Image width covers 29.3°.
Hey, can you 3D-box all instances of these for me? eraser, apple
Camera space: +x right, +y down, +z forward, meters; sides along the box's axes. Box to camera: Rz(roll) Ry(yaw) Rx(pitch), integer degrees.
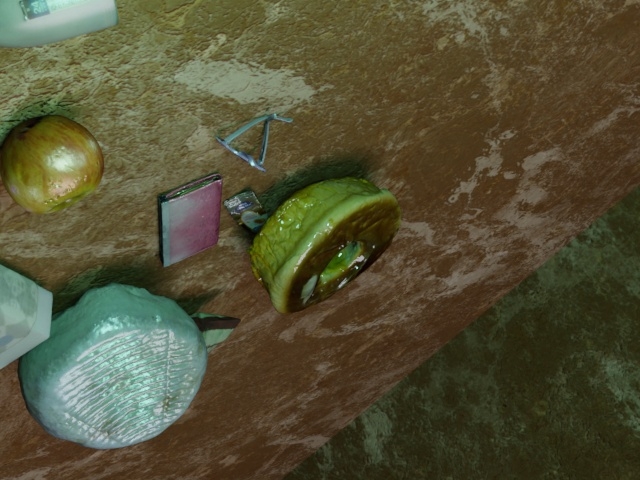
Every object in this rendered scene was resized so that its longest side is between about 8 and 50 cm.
[{"bbox_3d":[-0.585,0.118,1.932,0.213,0.082,0.397,-33,158,4],"label":"eraser"},{"bbox_3d":[-0.377,-0.110,1.708,0.146,0.146,0.146,-27,158,-12],"label":"apple"}]

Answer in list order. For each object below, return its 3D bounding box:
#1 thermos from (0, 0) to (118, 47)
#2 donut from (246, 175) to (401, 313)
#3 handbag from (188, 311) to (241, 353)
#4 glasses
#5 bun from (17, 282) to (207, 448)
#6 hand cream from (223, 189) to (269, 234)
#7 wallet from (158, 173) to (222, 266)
[{"bbox_3d":[-0.347,-0.288,1.420,0.193,0.105,0.137,-19,130,-13],"label":"thermos"},{"bbox_3d":[0.000,0.000,2.367,0.330,0.160,0.330,-37,152,-23],"label":"donut"},{"bbox_3d":[-0.302,0.219,2.486,0.235,0.127,0.213,-42,157,29],"label":"handbag"},{"bbox_3d":[-0.104,-0.179,2.040,0.103,0.062,0.140,-57,155,4],"label":"glasses"},{"bbox_3d":[-0.383,0.227,2.261,0.355,0.194,0.354,-16,131,-19],"label":"bun"},{"bbox_3d":[-0.127,-0.046,2.276,0.062,0.039,0.163,-18,157,9],"label":"hand cream"},{"bbox_3d":[-0.231,-0.035,2.178,0.119,0.025,0.232,-23,157,-18],"label":"wallet"}]
